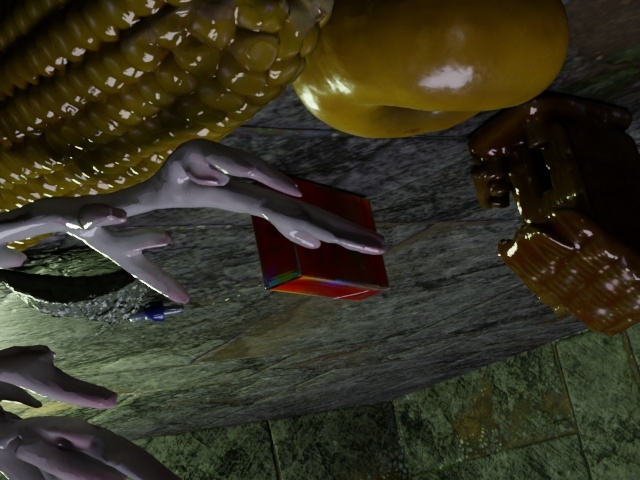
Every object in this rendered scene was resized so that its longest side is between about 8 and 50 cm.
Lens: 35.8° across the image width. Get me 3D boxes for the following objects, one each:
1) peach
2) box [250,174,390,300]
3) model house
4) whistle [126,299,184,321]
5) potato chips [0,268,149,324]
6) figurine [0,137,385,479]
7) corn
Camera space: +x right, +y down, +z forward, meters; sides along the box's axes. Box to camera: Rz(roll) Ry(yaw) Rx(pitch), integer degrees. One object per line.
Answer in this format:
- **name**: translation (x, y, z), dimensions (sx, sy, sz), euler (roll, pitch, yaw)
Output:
- **peach**: translation (0.069, -0.123, 0.636), dimensions (0.179, 0.103, 0.179), euler (-7, -179, 0)
- **box**: translation (-0.001, 0.000, 1.036), dimensions (0.048, 0.112, 0.175), euler (-22, 161, 30)
- **model house**: translation (0.254, -0.011, 0.999), dimensions (0.220, 0.229, 0.199), euler (-2, 155, -32)
- **whistle**: translation (-0.227, 0.096, 1.347), dimensions (0.083, 0.029, 0.033), euler (-6, -159, -7)
- **potato chips**: translation (-0.275, 0.057, 1.118), dimensions (0.167, 0.059, 0.228), euler (-6, 169, -1)
- **figurine**: translation (-0.152, -0.024, 0.377), dimensions (0.284, 0.206, 0.315), euler (16, 151, 22)
- **corn**: translation (-0.139, -0.085, 0.564), dimensions (0.144, 0.143, 0.387), euler (3, 157, -44)
